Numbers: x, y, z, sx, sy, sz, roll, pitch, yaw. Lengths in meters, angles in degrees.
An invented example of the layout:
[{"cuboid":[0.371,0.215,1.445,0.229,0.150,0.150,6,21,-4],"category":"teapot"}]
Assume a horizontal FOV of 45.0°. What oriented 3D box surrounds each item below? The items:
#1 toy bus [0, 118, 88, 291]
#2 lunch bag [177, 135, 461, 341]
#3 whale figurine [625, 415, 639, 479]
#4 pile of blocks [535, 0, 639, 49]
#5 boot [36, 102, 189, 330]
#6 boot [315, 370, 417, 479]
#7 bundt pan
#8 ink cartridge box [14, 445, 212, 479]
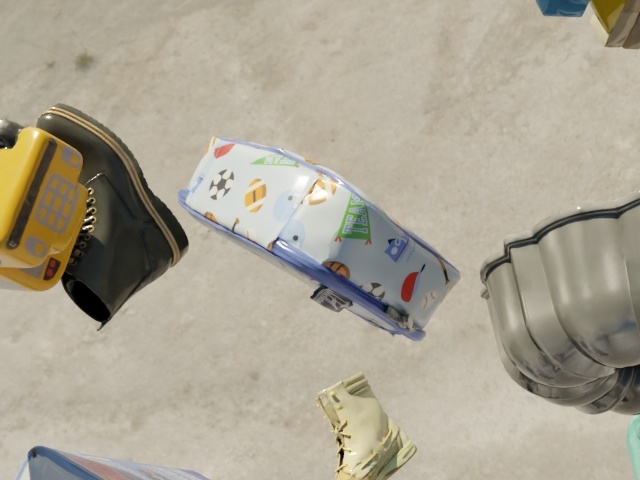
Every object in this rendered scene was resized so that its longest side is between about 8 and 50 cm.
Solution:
[{"cuboid":[-0.332,-0.023,0.693,0.332,0.130,0.108,1,66,32],"category":"toy bus"},{"cuboid":[0.000,0.000,0.851,0.303,0.243,0.115,30,86,46],"category":"lunch bag"},{"cuboid":[0.551,0.373,1.228,0.141,0.216,0.272,-26,18,47],"category":"whale figurine"},{"cuboid":[0.199,-0.308,0.673,0.148,0.362,0.113,-26,50,18],"category":"pile of blocks"},{"cuboid":[-0.227,-0.025,0.741,0.076,0.198,0.137,-32,15,41],"category":"boot"},{"cuboid":[0.042,0.379,1.451,0.262,0.095,0.204,-27,80,-38],"category":"boot"},{"cuboid":[0.318,0.081,0.719,0.330,0.331,0.124,-9,62,19],"category":"bundt pan"},{"cuboid":[-0.233,0.425,0.956,0.151,0.395,0.270,18,78,31],"category":"ink cartridge box"}]
